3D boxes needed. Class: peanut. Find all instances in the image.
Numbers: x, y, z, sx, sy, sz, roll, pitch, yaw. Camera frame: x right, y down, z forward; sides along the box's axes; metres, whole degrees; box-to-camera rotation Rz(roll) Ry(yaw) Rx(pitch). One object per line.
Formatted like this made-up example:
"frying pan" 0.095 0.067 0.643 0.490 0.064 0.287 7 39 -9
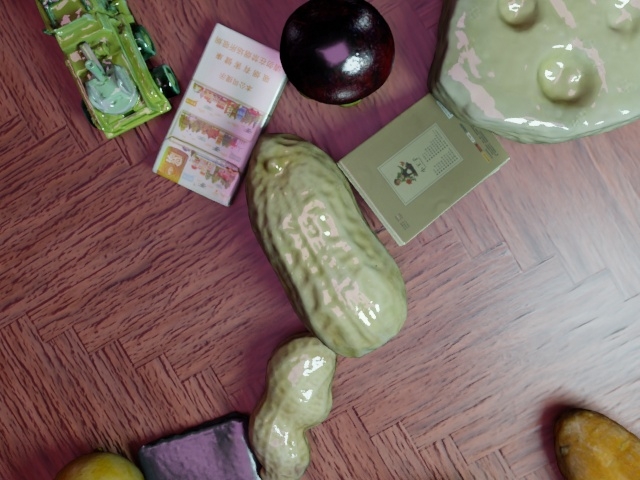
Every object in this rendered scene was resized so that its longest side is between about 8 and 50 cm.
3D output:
"peanut" 0.000 0.000 0.997 0.152 0.152 0.313 -32 85 8
"peanut" -0.041 0.231 1.054 0.104 0.085 0.228 19 98 1

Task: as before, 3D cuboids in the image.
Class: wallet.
"wallet" -0.134 0.419 1.103 0.170 0.044 0.321 -19 90 7

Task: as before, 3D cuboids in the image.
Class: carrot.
"carrot" 0.394 0.316 1.000 0.159 0.159 0.225 -37 77 8

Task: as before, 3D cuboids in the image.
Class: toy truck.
"toy truck" -0.302 -0.278 1.011 0.128 0.135 0.259 -24 89 7

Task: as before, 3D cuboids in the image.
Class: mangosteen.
"mangosteen" 0.021 -0.236 0.986 0.152 0.152 0.152 1 95 6

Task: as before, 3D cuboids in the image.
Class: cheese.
"cheese" 0.282 -0.270 0.952 0.326 0.115 0.318 -27 92 1

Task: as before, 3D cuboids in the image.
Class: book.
"book" 0.137 -0.104 1.002 0.199 0.016 0.138 -37 91 -16

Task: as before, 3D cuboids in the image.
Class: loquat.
"loquat" -0.312 0.370 1.064 0.163 0.137 0.163 -15 52 20

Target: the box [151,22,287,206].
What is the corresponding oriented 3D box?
"box" -0.134 -0.171 1.053 0.122 0.032 0.220 25 97 3
